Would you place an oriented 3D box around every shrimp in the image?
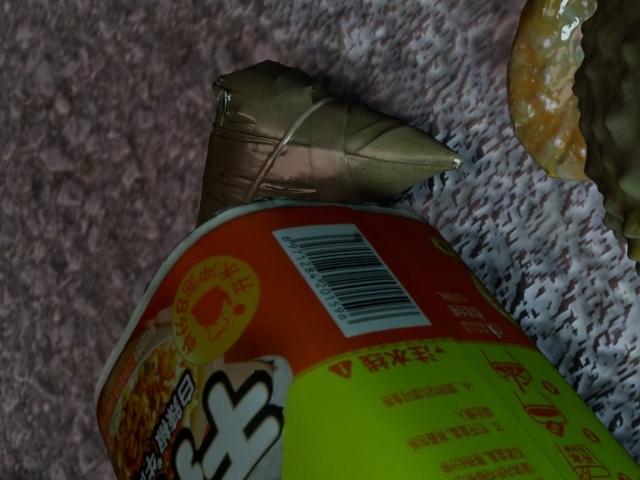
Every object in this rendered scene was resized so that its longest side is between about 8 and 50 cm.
[{"bbox_3d":[0.160,-0.132,0.878,0.115,0.051,0.217,29,112,35],"label":"shrimp"}]

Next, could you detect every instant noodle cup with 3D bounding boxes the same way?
[{"bbox_3d":[0.035,0.150,0.890,0.294,0.294,0.308,-58,46,31],"label":"instant noodle cup"}]

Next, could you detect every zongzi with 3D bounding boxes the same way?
[{"bbox_3d":[0.000,0.000,1.042,0.178,0.081,0.189,26,116,32],"label":"zongzi"}]

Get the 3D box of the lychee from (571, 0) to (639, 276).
[{"bbox_3d":[0.225,-0.063,0.666,0.255,0.274,0.255,1,92,25],"label":"lychee"}]
